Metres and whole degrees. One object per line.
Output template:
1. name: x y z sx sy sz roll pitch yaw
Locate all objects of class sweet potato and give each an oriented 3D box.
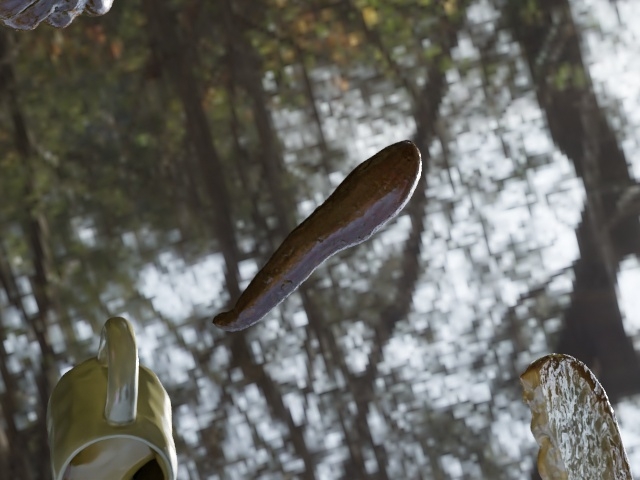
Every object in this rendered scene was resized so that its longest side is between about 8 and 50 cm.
1. sweet potato: 0.000 0.000 1.275 0.214 0.050 0.050 -42 -164 -2

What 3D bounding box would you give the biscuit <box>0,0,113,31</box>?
1. biscuit: -0.239 -0.318 1.594 0.326 0.107 0.326 -26 157 -12

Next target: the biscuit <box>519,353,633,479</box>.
1. biscuit: 0.326 0.276 2.003 0.040 0.309 0.204 -16 -174 31

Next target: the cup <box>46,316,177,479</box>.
1. cup: -0.298 0.237 2.213 0.173 0.255 0.202 -19 -148 0
